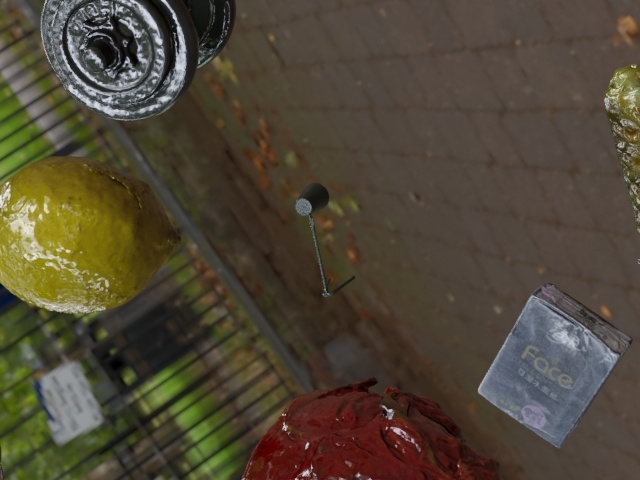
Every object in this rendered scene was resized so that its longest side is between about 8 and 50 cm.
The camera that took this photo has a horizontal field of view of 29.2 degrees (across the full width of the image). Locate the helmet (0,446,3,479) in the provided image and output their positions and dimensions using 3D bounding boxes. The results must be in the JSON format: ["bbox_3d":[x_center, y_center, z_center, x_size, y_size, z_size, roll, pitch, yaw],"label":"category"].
[{"bbox_3d":[-0.432,0.246,1.434,0.155,0.175,0.106,53,-158,-12],"label":"helmet"}]

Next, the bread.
[{"bbox_3d":[0.453,-0.120,1.685,0.087,0.098,0.269,-2,125,33],"label":"bread"}]

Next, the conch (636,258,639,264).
[{"bbox_3d":[0.465,0.070,1.512,0.080,0.086,0.233,45,178,38],"label":"conch"}]

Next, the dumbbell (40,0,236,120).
[{"bbox_3d":[-0.211,-0.260,1.454,0.192,0.192,0.290,59,-153,-18],"label":"dumbbell"}]

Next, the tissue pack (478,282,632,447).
[{"bbox_3d":[0.248,0.134,1.318,0.112,0.051,0.156,35,128,17],"label":"tissue pack"}]

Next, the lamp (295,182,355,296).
[{"bbox_3d":[0.000,-0.001,1.395,0.054,0.041,0.121,-40,-66,-61],"label":"lamp"}]

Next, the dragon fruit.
[{"bbox_3d":[0.109,0.318,1.687,0.330,0.302,0.240,4,127,31],"label":"dragon fruit"}]

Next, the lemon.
[{"bbox_3d":[-0.373,-0.006,1.911,0.253,0.310,0.253,-172,90,-85],"label":"lemon"}]
